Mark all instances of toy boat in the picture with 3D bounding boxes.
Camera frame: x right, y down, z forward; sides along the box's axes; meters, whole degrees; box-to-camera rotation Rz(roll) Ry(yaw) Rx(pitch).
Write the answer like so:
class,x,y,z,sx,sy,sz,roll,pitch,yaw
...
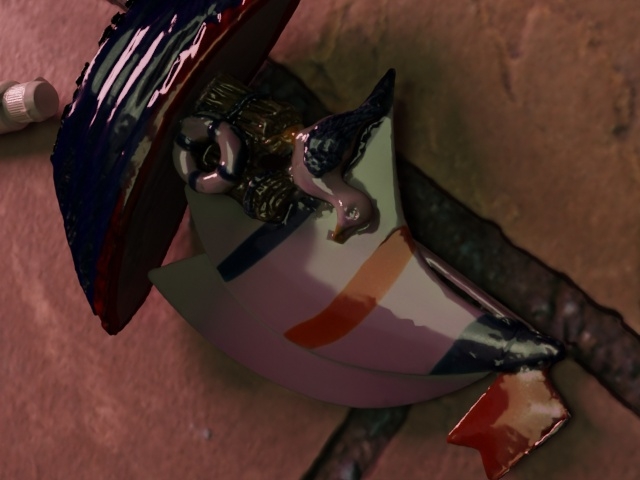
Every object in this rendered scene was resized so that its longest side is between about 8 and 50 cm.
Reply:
class,x,y,z,sx,sy,sz,roll,pitch,yaw
toy boat,-0.026,0.007,0.682,0.219,0.072,0.318,-36,78,21

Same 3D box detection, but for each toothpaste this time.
class,x,y,z,sx,sy,sz,roll,pitch,yaw
toothpaste,-0.243,-0.077,0.831,0.190,0.031,0.048,-6,86,34
